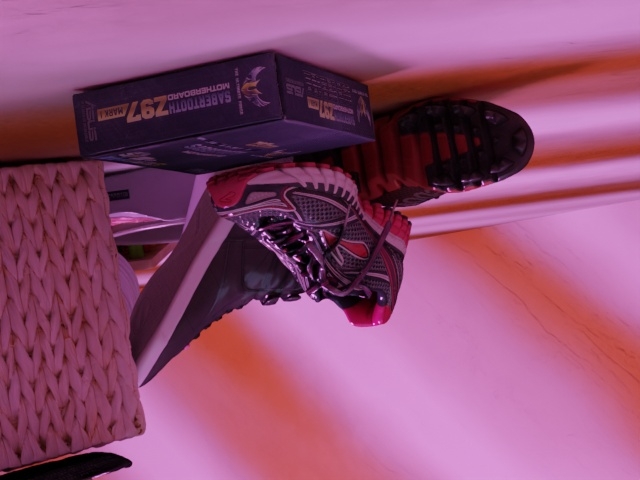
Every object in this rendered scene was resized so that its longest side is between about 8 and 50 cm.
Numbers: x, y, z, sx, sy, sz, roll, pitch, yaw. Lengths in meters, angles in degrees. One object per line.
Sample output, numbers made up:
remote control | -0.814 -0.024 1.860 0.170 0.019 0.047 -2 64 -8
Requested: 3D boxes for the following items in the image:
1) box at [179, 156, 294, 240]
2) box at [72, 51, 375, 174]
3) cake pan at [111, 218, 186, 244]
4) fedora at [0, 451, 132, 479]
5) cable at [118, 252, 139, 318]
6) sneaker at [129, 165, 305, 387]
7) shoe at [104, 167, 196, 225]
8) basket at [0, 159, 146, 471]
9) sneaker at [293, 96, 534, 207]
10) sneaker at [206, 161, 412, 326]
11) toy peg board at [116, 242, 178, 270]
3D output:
box | -0.059 -0.026 1.791 0.170 0.130 0.091 -6 -142 -31
box | -0.075 -0.103 1.338 0.183 0.059 0.232 -10 176 19
cake pan | -0.155 -0.040 2.129 0.293 0.054 0.293 -8 176 -1
fedora | -0.328 0.319 1.565 0.334 0.153 0.334 -16 177 -1
cable | -0.383 0.073 2.211 0.257 0.089 0.257 -19 127 35
sneaker | -0.101 0.062 1.691 0.147 0.296 0.104 24 -161 -27
shoe | -0.214 -0.051 1.836 0.178 0.063 0.081 -4 180 2
basket | -0.378 0.097 1.698 0.266 0.331 0.328 -8 176 -28
sneaker | 0.111 -0.090 1.622 0.276 0.098 0.135 -8 176 36
sneaker | 0.000 0.000 1.553 0.121 0.112 0.299 -7 159 35
toy peg board | -0.310 -0.005 2.319 0.161 0.079 0.160 -7 -168 11
